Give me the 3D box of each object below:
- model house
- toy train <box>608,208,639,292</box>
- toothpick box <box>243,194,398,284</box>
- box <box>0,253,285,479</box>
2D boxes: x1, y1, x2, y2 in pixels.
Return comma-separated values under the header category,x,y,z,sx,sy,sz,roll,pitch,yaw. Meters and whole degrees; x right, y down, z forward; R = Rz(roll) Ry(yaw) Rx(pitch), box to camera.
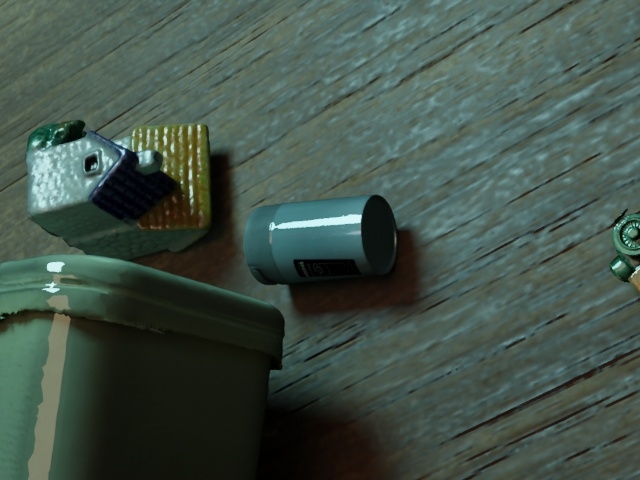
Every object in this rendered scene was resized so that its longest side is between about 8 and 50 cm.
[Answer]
category,x,y,z,sx,sy,sz,roll,pitch,yaw
model house,-0.130,-0.045,0.866,0.100,0.100,0.088,-14,64,26
toy train,0.203,-0.007,0.678,0.103,0.044,0.064,-46,58,12
toothpick box,0.000,0.000,0.797,0.083,0.052,0.052,-6,69,30
box,-0.210,0.200,0.756,0.351,0.177,0.344,-6,71,40
